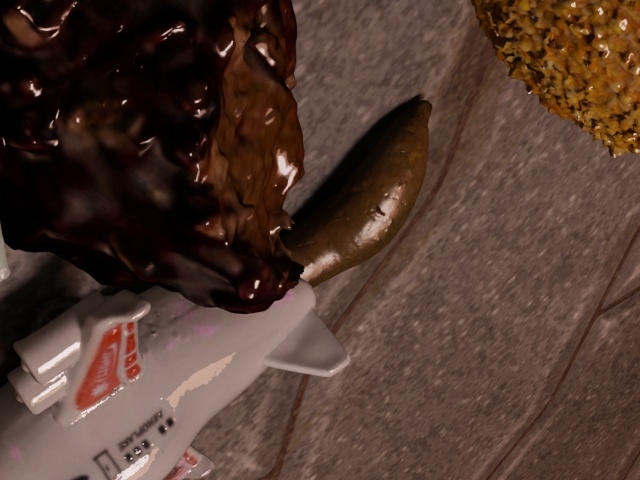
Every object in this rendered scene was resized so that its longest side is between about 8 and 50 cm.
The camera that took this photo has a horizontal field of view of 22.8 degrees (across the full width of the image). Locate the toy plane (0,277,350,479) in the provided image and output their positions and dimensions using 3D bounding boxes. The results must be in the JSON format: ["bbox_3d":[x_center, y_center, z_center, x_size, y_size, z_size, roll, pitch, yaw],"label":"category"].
[{"bbox_3d":[-0.110,0.096,1.021,0.252,0.118,0.252,-28,151,-17],"label":"toy plane"}]

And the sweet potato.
[{"bbox_3d":[-0.001,0.002,1.119,0.249,0.059,0.069,-40,135,-2],"label":"sweet potato"}]

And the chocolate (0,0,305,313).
[{"bbox_3d":[-0.063,-0.047,0.803,0.206,0.177,0.224,-51,156,14],"label":"chocolate"}]

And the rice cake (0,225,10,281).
[{"bbox_3d":[-0.177,-0.056,0.696,0.069,0.063,0.206,-16,131,-20],"label":"rice cake"}]

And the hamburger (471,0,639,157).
[{"bbox_3d":[0.211,-0.180,0.897,0.179,0.294,0.276,-47,169,-54],"label":"hamburger"}]
